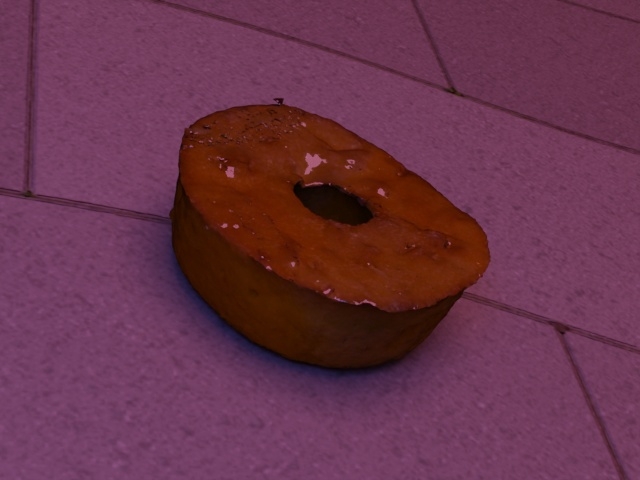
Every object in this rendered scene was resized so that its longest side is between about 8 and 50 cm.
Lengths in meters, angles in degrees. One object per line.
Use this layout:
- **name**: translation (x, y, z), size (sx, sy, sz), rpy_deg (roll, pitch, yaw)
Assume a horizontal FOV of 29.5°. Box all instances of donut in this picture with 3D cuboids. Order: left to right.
- **donut**: translation (-0.002, -0.002, 1.040), size (0.278, 0.108, 0.277), rpy_deg (15, 35, -11)
